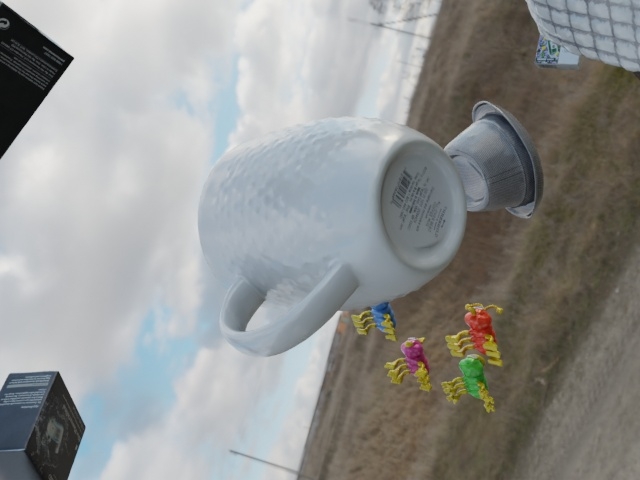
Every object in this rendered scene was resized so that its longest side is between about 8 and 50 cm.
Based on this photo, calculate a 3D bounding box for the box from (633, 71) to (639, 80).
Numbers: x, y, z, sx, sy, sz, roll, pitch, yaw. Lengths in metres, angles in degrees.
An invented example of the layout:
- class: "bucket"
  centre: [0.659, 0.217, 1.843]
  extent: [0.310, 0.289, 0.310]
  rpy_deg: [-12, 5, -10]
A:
- class: "box"
  centre: [0.429, -0.270, 0.592]
  extent: [0.294, 0.296, 0.182]
  rpy_deg: [-41, -12, 20]

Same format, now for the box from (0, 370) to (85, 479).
- class: "box"
  centre: [-0.473, 0.327, 1.040]
  extent: [0.158, 0.093, 0.156]
  rpy_deg: [-90, -5, -53]

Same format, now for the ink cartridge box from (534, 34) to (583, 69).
- class: "ink cartridge box"
  centre: [0.357, -0.310, 0.921]
  extent: [0.029, 0.062, 0.115]
  rpy_deg: [7, -86, -59]

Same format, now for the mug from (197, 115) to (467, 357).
- class: "mug"
  centre: [0.000, 0.000, 0.864]
  extent: [0.328, 0.276, 0.374]
  rpy_deg: [-4, 44, 52]

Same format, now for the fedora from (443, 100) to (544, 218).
- class: "fedora"
  centre: [0.317, -0.141, 1.241]
  extent: [0.275, 0.124, 0.244]
  rpy_deg: [-126, 15, -68]

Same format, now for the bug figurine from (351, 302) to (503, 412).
- class: "bug figurine"
  centre: [0.194, 0.176, 1.067]
  extent: [0.072, 0.278, 0.216]
  rpy_deg: [-43, -53, -37]

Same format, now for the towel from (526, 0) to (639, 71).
- class: "towel"
  centre: [0.242, -0.213, 0.374]
  extent: [0.121, 0.283, 0.235]
  rpy_deg: [-51, -41, -7]

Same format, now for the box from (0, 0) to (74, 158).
- class: "box"
  centre: [-0.432, -0.212, 0.772]
  extent: [0.184, 0.261, 0.103]
  rpy_deg: [-51, -43, 0]
